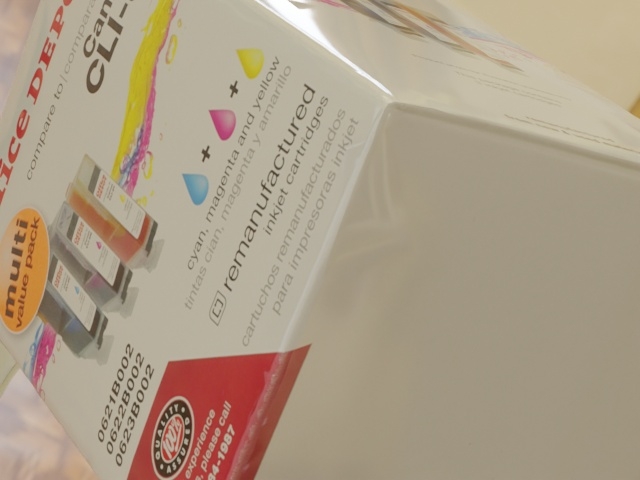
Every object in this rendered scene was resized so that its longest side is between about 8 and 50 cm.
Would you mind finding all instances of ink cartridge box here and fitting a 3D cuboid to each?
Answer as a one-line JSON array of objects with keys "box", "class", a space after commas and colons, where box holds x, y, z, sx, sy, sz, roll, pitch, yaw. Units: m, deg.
[{"box": [0.000, 0.000, 0.502, 0.127, 0.128, 0.176, 12, 18, -34], "class": "ink cartridge box"}]

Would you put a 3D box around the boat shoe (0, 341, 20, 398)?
[{"box": [-0.292, 0.081, 1.453, 0.099, 0.319, 0.116, 21, -7, 26], "class": "boat shoe"}]
